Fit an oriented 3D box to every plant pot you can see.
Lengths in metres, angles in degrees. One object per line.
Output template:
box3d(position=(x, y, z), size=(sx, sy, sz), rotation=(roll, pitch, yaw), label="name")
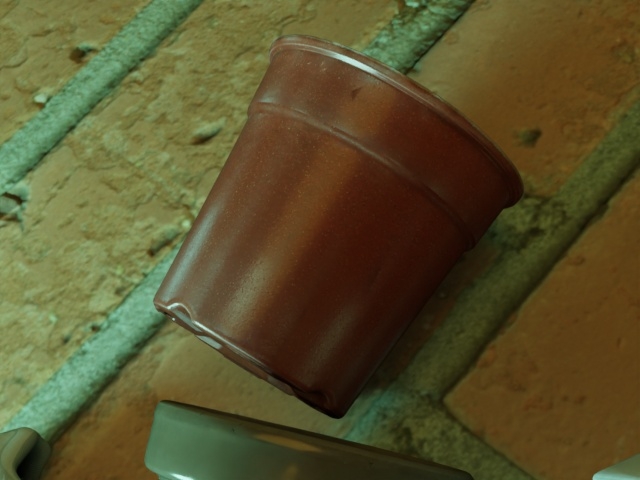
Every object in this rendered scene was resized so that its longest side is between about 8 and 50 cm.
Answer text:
box3d(position=(0.000, 0.000, 1.090), size=(0.272, 0.272, 0.265), rotation=(27, 79, 29), label="plant pot")
box3d(position=(-0.028, 0.266, 0.958), size=(0.263, 0.263, 0.229), rotation=(9, 82, 22), label="plant pot")

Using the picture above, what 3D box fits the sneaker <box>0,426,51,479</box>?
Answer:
box3d(position=(-0.275, 0.294, 1.082), size=(0.118, 0.110, 0.292), rotation=(-21, 56, -7), label="sneaker")

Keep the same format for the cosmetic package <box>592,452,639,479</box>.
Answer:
box3d(position=(0.395, 0.247, 0.689), size=(0.162, 0.230, 0.453), rotation=(-14, 8, -37), label="cosmetic package")
